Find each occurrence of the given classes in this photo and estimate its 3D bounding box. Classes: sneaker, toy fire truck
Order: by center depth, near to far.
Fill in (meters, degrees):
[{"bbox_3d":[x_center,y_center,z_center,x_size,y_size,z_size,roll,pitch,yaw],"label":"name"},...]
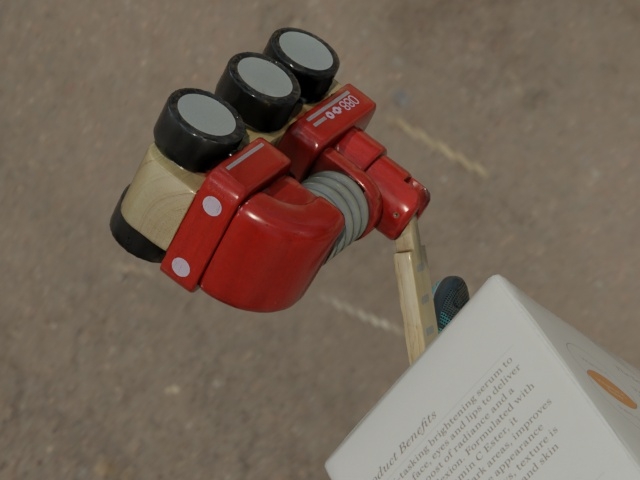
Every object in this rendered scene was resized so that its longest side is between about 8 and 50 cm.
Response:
[{"bbox_3d":[0.000,0.000,1.260,0.246,0.158,0.217,37,36,10],"label":"toy fire truck"},{"bbox_3d":[0.146,0.105,1.748,0.065,0.076,0.166,36,44,-41],"label":"sneaker"}]

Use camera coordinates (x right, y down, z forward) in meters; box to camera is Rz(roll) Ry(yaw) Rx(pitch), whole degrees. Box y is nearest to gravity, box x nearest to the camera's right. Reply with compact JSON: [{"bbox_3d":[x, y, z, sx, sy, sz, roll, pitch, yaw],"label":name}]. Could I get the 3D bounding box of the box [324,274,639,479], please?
[{"bbox_3d":[0.099,0.113,0.552,0.130,0.091,0.170,31,16,-35],"label":"box"}]
